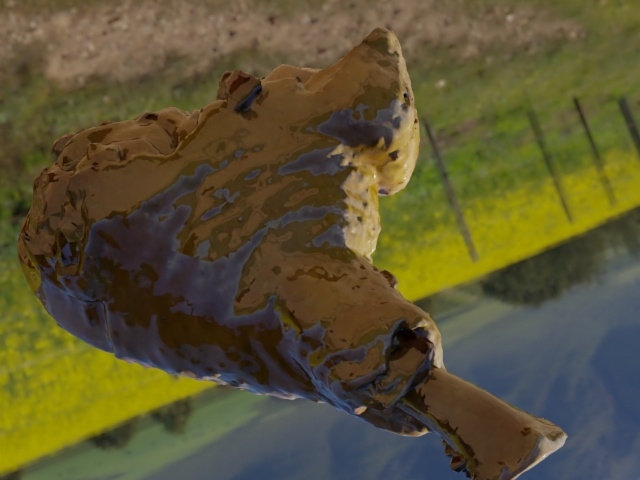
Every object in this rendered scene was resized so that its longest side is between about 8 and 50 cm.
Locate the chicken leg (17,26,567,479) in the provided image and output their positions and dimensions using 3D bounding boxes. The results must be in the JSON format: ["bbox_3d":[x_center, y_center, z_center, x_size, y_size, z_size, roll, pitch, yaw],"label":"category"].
[{"bbox_3d":[0.000,0.000,0.913,0.295,0.409,0.182,-52,151,-9],"label":"chicken leg"}]
